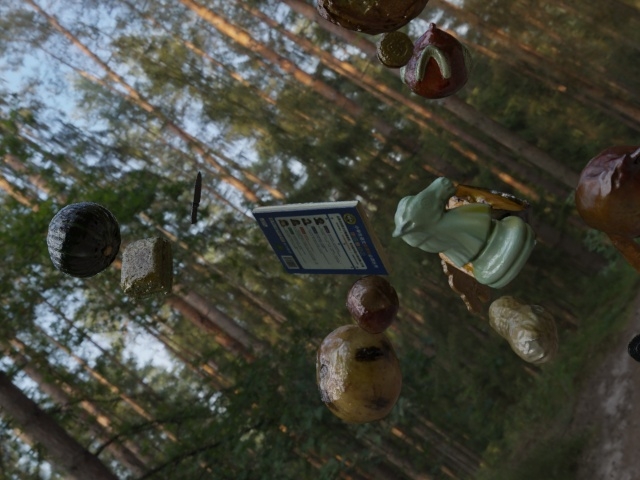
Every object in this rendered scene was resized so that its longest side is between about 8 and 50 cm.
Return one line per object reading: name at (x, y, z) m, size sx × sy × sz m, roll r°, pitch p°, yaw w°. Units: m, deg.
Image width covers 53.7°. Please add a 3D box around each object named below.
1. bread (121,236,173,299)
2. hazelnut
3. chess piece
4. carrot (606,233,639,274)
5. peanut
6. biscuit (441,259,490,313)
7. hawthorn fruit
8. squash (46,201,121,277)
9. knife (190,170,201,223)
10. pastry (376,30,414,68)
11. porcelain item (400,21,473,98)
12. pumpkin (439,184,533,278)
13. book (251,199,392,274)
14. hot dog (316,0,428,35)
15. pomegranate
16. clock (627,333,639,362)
bread at (-0.541, 0.081, 1.979) m, size 0.102 × 0.138 × 0.196 m, roll 69°, pitch -167°, yaw -58°
hazelnut at (0.132, 0.169, 1.657) m, size 0.143 × 0.154 × 0.143 m, roll -19°, pitch -33°, yaw -13°
chess piece at (0.310, -0.027, 1.416) m, size 0.176 × 0.298 × 0.176 m, roll -61°, pitch 9°, yaw 17°
carrot at (0.781, 0.028, 1.583) m, size 0.059 × 0.248 × 0.059 m, roll -44°, pitch -2°, yaw -2°
peanut at (0.374, 0.161, 1.168) m, size 0.100 × 0.099 × 0.214 m, roll -59°, pitch 10°, yaw 3°
biscuit at (0.529, 0.148, 2.300) m, size 0.040 × 0.236 × 0.144 m, roll -31°, pitch 8°, yaw 46°
hawthorn fruit at (0.666, -0.125, 1.378) m, size 0.208 × 0.208 × 0.248 m, roll -55°, pitch -33°, yaw -16°
squash at (-0.642, -0.002, 1.718) m, size 0.218 × 0.172 × 0.218 m, roll -52°, pitch -11°, yaw -15°
knife at (-0.358, -0.122, 1.831) m, size 0.010 × 0.023 × 0.170 m, roll -121°, pitch 38°, yaw -55°
pastry at (0.194, -0.499, 1.654) m, size 0.109 × 0.097 × 0.057 m, roll -58°, pitch 2°, yaw -12°
porcelain item at (0.379, -0.606, 2.100) m, size 0.253 × 0.253 × 0.253 m, roll -55°, pitch -11°, yaw -16°
pumpkin at (0.476, -0.034, 1.841) m, size 0.303 × 0.256 × 0.226 m, roll -38°, pitch -38°, yaw -62°
book at (0.000, 0.000, 2.094) m, size 0.039 × 0.427 × 0.300 m, roll -57°, pitch -47°, yaw -38°
hot dog at (0.115, -0.538, 1.416) m, size 0.175 × 0.258 × 0.114 m, roll -93°, pitch 5°, yaw -47°
pomegranate at (0.126, 0.435, 2.076) m, size 0.322 × 0.322 × 0.322 m, roll -55°, pitch -11°, yaw -16°
clock at (0.854, 0.282, 1.670) m, size 0.083 × 0.074 × 0.010 m, roll -49°, pitch -8°, yaw 5°
